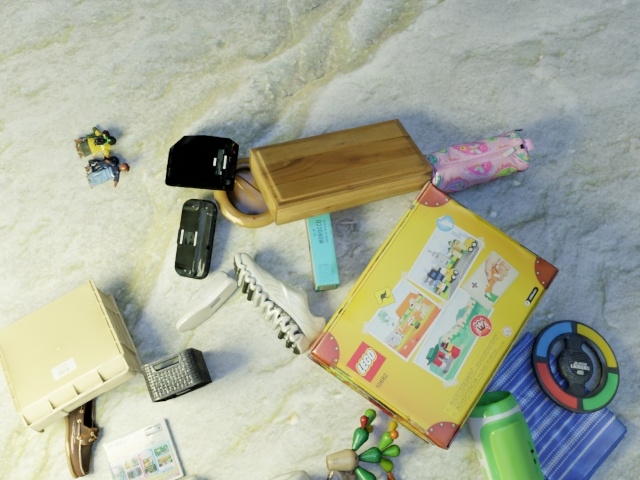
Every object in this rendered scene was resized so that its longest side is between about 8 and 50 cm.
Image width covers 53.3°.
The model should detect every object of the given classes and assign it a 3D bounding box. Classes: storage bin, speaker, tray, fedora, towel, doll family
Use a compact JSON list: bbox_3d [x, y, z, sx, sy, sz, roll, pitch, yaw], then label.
[{"bbox_3d":[-0.580,0.267,1.479,0.262,0.123,0.260,-29,63,-9],"label":"storage bin"},{"bbox_3d":[0.431,0.506,1.470,0.131,0.131,0.297,-16,88,-5],"label":"speaker"},{"bbox_3d":[-0.330,0.314,1.481,0.122,0.180,0.085,-21,78,-7],"label":"storage bin"},{"bbox_3d":[0.050,-0.180,1.586,0.410,0.076,0.203,-15,54,-17],"label":"tray"},{"bbox_3d":[-0.178,-0.116,1.639,0.194,0.079,0.195,1,77,-3],"label":"fedora"},{"bbox_3d":[0.555,0.425,1.557,0.243,0.040,0.336,-43,81,-11],"label":"towel"},{"bbox_3d":[-0.565,-0.217,1.658,0.111,0.076,0.193,-22,83,-11],"label":"doll family"}]

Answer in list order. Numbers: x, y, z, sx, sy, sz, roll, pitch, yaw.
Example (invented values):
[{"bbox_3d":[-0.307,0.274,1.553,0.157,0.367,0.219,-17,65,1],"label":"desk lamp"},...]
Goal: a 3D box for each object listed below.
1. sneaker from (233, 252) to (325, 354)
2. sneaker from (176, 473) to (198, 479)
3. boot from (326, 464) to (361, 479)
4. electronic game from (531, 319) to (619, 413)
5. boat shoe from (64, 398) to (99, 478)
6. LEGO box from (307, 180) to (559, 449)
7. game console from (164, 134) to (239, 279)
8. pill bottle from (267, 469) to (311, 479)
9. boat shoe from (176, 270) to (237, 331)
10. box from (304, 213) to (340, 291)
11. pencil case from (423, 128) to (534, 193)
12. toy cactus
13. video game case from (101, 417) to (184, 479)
[{"bbox_3d":[-0.105,0.139,1.579,0.118,0.110,0.292,-38,85,-21],"label":"sneaker"},{"bbox_3d":[-0.380,0.652,1.446,0.255,0.094,0.151,-21,81,-5],"label":"sneaker"},{"bbox_3d":[0.070,0.572,1.508,0.118,0.042,0.087,39,68,-3],"label":"boot"},{"bbox_3d":[0.624,0.306,1.562,0.229,0.048,0.230,5,66,-10],"label":"electronic game"},{"bbox_3d":[-0.559,0.447,1.498,0.073,0.073,0.207,-11,78,-2],"label":"boat shoe"},{"bbox_3d":[0.260,0.176,1.526,0.372,0.193,0.500,35,78,6],"label":"LEGO box"},{"bbox_3d":[-0.315,-0.086,1.610,0.213,0.044,0.362,8,90,34],"label":"game console"},{"bbox_3d":[-0.059,0.698,1.397,0.187,0.188,0.334,-19,79,-6],"label":"pill bottle"},{"bbox_3d":[-0.293,0.148,1.586,0.184,0.066,0.063,-46,62,-5],"label":"boat shoe"},{"bbox_3d":[0.000,0.000,1.608,0.060,0.100,0.245,-7,78,-5],"label":"box"},{"bbox_3d":[0.402,-0.202,1.659,0.283,0.124,0.124,-15,78,-4],"label":"pencil case"},{"bbox_3d":[0.106,0.508,1.482,0.180,0.112,0.219,-5,79,-13],"label":"toy cactus"},{"bbox_3d":[-0.421,0.520,1.514,0.157,0.019,0.143,-21,79,-7],"label":"video game case"}]
